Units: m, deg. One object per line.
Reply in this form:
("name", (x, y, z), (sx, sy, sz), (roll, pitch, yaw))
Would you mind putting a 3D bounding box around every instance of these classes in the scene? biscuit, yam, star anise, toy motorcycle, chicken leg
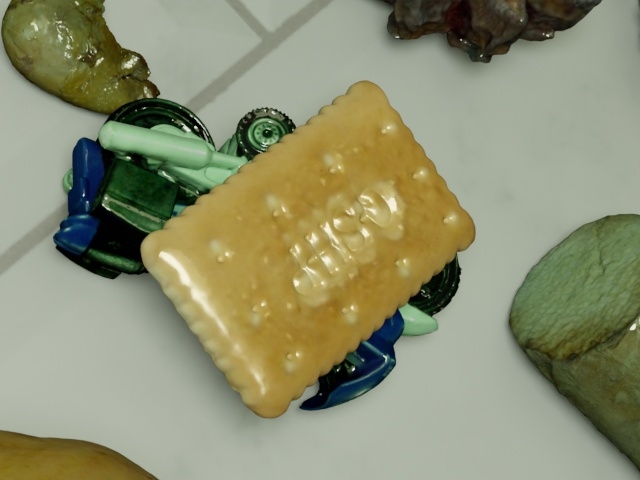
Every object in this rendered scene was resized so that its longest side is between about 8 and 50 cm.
("biscuit", (0.000, 0.000, 0.956), (0.249, 0.030, 0.160), (-38, 95, -32))
("yam", (0.308, 0.125, 1.094), (0.304, 0.168, 0.168), (46, 61, -4))
("star anise", (0.130, -0.239, 1.178), (0.236, 0.109, 0.223), (16, 43, -2))
("toy motorcycle", (-0.043, 0.015, 1.011), (0.331, 0.125, 0.196), (23, 64, -18))
("chicken leg", (-0.170, -0.138, 1.039), (0.178, 0.070, 0.093), (38, 79, -15))

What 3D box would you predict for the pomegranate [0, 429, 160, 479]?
("pomegranate", (-0.193, 0.265, 0.768), (0.338, 0.338, 0.338), (8, 69, -20))
